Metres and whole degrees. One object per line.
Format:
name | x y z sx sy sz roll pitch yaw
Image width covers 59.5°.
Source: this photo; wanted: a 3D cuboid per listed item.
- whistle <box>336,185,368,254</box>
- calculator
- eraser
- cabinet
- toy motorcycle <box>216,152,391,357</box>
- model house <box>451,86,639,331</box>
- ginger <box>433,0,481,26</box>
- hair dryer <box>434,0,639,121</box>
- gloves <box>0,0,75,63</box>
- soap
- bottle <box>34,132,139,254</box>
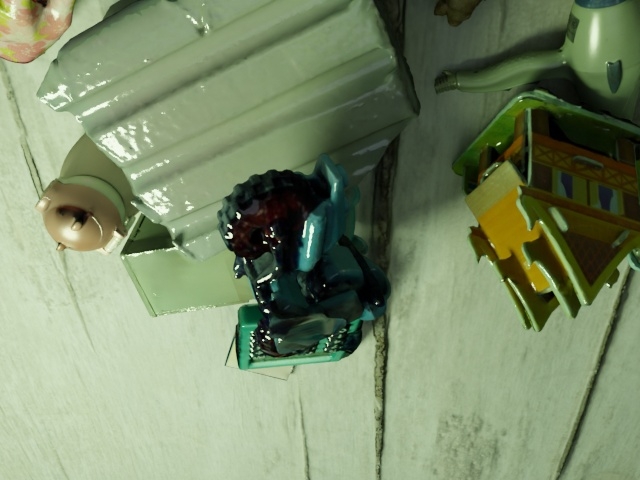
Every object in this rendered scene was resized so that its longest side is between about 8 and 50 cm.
whistle | 0.000 0.000 0.965 0.186 0.093 0.274 24 94 -5
calculator | -0.041 0.190 1.099 0.248 0.058 0.274 -3 151 -11
eraser | -0.129 0.256 1.248 0.150 0.023 0.104 15 124 -10
cabinet | -0.217 0.027 1.013 0.205 0.145 0.150 -9 124 7
toy motorcycle | -0.007 0.034 0.805 0.232 0.172 0.416 -22 143 -11
model house | 0.392 0.001 0.849 0.357 0.313 0.242 16 156 -11
ginger | 0.226 -0.395 0.745 0.137 0.074 0.214 4 122 10
hair dryer | 0.376 -0.219 0.870 0.298 0.119 0.296 -24 127 36
gloves | -0.408 -0.345 0.744 0.145 0.126 0.241 47 150 1
soap | -0.096 -0.219 0.792 0.434 0.213 0.350 -23 122 16
bottle | -0.353 -0.073 0.888 0.147 0.237 0.148 1 125 2
